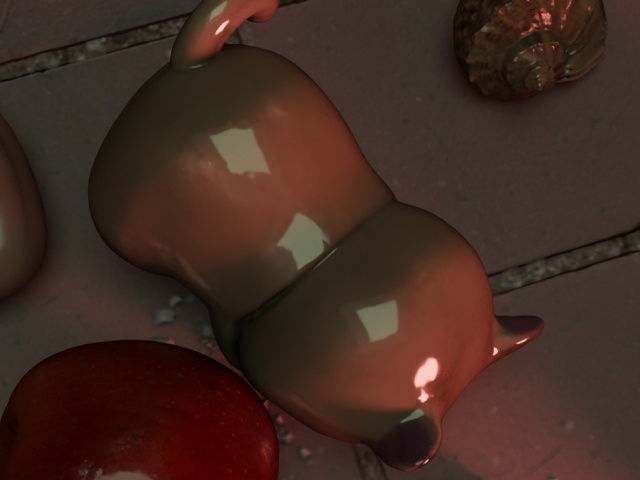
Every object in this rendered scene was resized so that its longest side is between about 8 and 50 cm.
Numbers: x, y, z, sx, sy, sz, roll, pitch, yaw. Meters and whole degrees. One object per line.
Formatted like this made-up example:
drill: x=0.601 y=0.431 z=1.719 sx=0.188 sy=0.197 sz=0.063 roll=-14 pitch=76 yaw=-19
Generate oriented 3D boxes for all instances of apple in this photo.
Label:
apple: x=-0.139 y=0.182 z=0.712 sx=0.201 sy=0.218 sz=0.218 roll=18 pitch=73 yaw=-20

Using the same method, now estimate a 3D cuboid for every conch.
conch: x=0.198 y=-0.217 z=0.916 sx=0.155 sy=0.130 sz=0.207 roll=21 pitch=46 yaw=-30

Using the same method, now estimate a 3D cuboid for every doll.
doll: x=-0.023 y=-0.001 z=0.779 sx=0.215 sy=0.226 sz=0.370 roll=-35 pitch=88 yaw=-42

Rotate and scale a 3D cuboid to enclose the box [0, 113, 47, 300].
box: x=-0.319 y=-0.035 z=0.832 sx=0.146 sy=0.088 sz=0.200 roll=-24 pitch=76 yaw=-8
